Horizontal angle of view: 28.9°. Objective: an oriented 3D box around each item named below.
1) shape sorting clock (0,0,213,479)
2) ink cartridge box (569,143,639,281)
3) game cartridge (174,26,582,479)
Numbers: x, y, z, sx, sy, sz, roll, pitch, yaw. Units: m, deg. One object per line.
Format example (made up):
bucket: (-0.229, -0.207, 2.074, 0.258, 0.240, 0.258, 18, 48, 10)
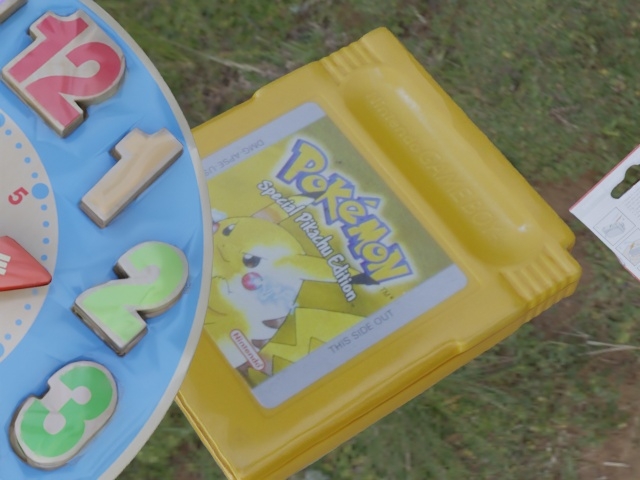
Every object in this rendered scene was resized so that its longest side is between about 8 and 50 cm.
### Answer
shape sorting clock: (-0.134, -0.002, 0.371, 0.040, 0.206, 0.206, 129, 133, -67)
ink cartridge box: (0.162, -0.005, 0.540, 0.063, 0.115, 0.029, -44, 25, 14)
game cartridge: (0.000, 0.000, 0.960, 0.323, 0.053, 0.285, -31, 64, -16)
